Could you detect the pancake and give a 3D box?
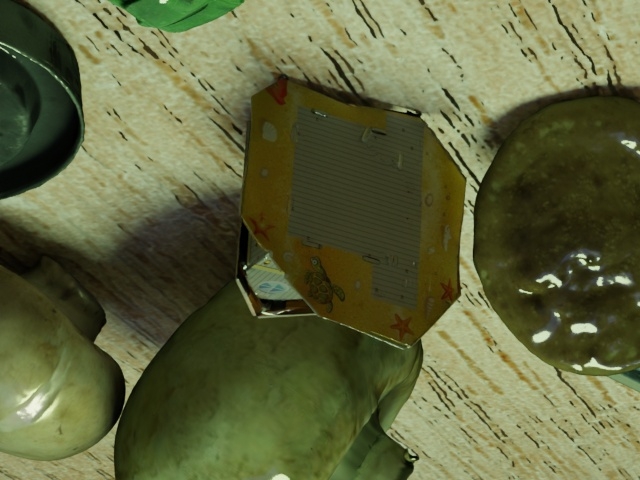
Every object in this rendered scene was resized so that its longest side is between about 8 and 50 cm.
[{"bbox_3d":[0.241,0.000,1.603,0.242,0.241,0.050,-9,-171,13],"label":"pancake"}]

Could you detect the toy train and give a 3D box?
[{"bbox_3d":[-0.121,-0.192,1.376,0.099,0.081,0.149,-21,145,29],"label":"toy train"}]

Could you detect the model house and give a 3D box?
[{"bbox_3d":[0.000,0.000,1.595,0.207,0.219,0.136,14,153,-24],"label":"model house"}]

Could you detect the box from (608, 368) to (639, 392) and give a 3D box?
[{"bbox_3d":[0.288,0.045,1.745,0.130,0.162,0.227,-34,138,29],"label":"box"}]

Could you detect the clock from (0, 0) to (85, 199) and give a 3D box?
[{"bbox_3d":[-0.328,-0.117,1.527,0.281,0.055,0.280,-1,150,0],"label":"clock"}]

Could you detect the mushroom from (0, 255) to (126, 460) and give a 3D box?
[{"bbox_3d":[-0.295,0.101,1.787,0.184,0.255,0.255,-44,151,-13],"label":"mushroom"}]

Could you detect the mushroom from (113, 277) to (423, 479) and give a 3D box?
[{"bbox_3d":[-0.036,0.172,1.790,0.260,0.352,0.352,37,149,7],"label":"mushroom"}]
